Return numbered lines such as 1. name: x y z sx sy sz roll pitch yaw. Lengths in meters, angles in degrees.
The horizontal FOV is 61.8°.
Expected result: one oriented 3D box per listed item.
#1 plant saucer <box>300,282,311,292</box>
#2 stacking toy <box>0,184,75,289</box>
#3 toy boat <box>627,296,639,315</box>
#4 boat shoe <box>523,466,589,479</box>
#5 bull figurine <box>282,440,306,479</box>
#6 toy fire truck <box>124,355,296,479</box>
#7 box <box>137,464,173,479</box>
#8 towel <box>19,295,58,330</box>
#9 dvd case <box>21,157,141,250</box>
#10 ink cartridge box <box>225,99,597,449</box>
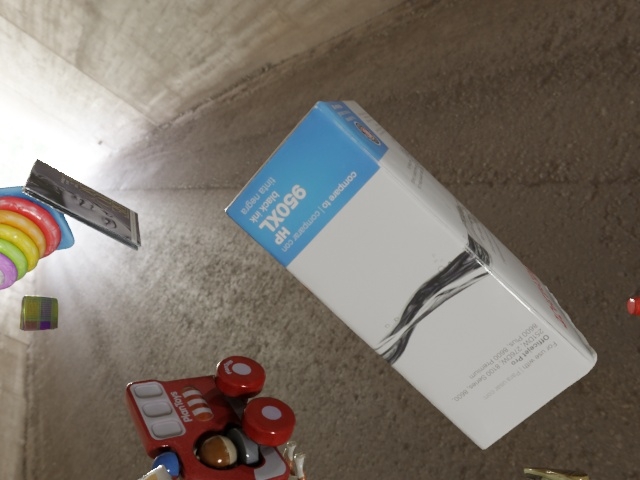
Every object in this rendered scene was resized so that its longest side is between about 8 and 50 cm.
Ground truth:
1. plant saucer: 0.000 0.000 0.996 0.200 0.037 0.200 -32 51 51
2. stacking toy: -0.638 0.038 1.059 0.166 0.175 0.301 -7 39 6
3. toy boat: 0.859 0.250 1.267 0.318 0.148 0.267 -84 -7 -48
4. boat shoe: 0.392 0.410 0.898 0.152 0.056 0.049 112 161 -70
5. bull figurine: -0.066 0.557 1.172 0.310 0.101 0.188 161 105 -68
6. toy fire truck: -0.205 0.357 0.990 0.302 0.254 0.169 41 122 46
7. box: -0.073 0.245 0.277 0.103 0.203 0.114 -30 17 -21
8. towel: -0.490 0.127 0.933 0.009 0.083 0.060 -5 82 13
9. dvd case: -0.449 -0.070 1.029 0.018 0.221 0.164 -51 31 9
10. ink cartridge box: 0.114 0.015 0.683 0.166 0.395 0.285 -46 2 18
